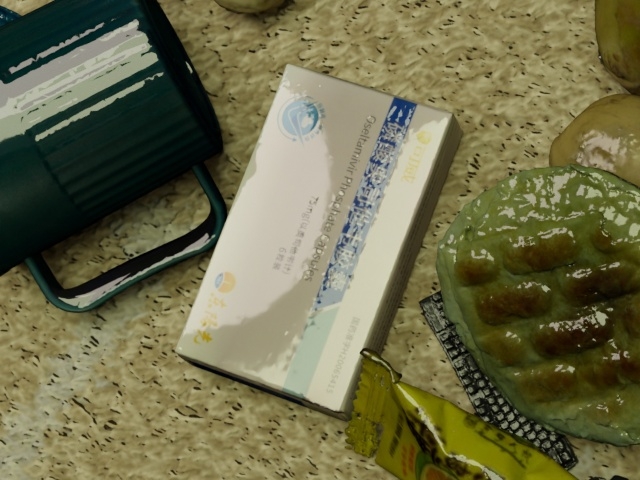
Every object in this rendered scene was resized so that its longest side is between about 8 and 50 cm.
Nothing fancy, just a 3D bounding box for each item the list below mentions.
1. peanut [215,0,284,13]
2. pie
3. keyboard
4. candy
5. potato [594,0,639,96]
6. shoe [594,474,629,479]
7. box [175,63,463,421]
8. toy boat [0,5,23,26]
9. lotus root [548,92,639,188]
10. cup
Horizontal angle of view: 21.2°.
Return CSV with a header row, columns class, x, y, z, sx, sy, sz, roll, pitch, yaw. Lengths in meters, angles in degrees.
class,x,y,z,sx,sy,sz,roll,pitch,yaw
peanut,-0.037,-0.368,1.909,0.123,0.123,0.256,21,84,18
pie,0.251,0.064,1.667,0.306,0.071,0.306,13,115,30
keyboard,0.183,0.145,1.774,0.072,0.023,0.231,-28,71,3
candy,0.154,0.228,1.690,0.297,0.187,0.081,34,54,19
potato,0.392,-0.262,1.737,0.246,0.196,0.299,-7,76,14
shoe,0.324,0.294,1.681,0.099,0.071,0.169,-38,70,-5
box,0.000,0.000,1.831,0.200,0.065,0.343,19,81,17
toy boat,-0.466,-0.251,2.011,0.299,0.062,0.096,17,81,16
lotus root,0.372,-0.012,1.687,0.151,0.169,0.343,-36,66,-29
cup,-0.266,-0.107,1.834,0.292,0.242,0.308,-28,68,3
